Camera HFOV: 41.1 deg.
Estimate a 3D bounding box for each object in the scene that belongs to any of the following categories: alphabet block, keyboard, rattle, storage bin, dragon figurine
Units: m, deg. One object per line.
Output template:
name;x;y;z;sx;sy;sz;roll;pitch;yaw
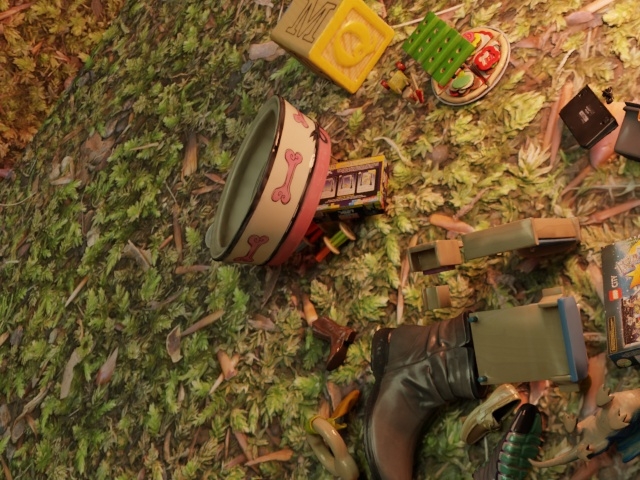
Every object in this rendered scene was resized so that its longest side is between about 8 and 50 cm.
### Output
alphabet block;0.029;-0.515;2.138;0.193;0.192;0.197;-57;41;5
keyboard;0.515;-0.241;1.607;0.108;0.023;0.180;-46;22;22
rattle;0.068;0.418;1.690;0.199;0.142;0.130;43;131;32
storage bin;0.587;-0.183;1.506;0.135;0.098;0.091;26;96;47
dragon figurine;0.466;0.295;1.346;0.289;0.144;0.085;-57;40;31

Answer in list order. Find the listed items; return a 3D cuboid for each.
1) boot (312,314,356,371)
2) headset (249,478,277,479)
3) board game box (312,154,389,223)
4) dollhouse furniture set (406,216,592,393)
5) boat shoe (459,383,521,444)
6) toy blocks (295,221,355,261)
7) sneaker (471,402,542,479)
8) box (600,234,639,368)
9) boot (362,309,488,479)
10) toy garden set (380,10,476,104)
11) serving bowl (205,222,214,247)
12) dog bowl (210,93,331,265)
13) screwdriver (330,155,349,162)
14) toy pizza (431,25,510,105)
boot;0.011;0.220;1.848;0.114;0.037;0.106;22;70;44
headset;-0.064;0.610;1.589;0.394;0.185;0.244;26;86;31
board game box;0.066;-0.116;1.931;0.170;0.048;0.141;-7;50;21
dollhouse furniture set;0.347;0.130;1.538;0.286;0.198;0.304;-15;81;39
boat shoe;0.302;0.314;1.514;0.135;0.050;0.045;-52;38;8
toy blocks;0.000;0.000;1.970;0.148;0.054;0.123;-41;45;18
sneaker;0.303;0.379;1.457;0.098;0.083;0.224;7;73;50
box;0.543;0.084;1.381;0.159;0.044;0.233;-22;38;34
boot;0.201;0.297;1.578;0.222;0.118;0.339;-13;63;32
toy garden set;0.243;-0.391;1.934;0.204;0.049;0.244;-51;31;16
serving bowl;-0.264;-0.013;2.243;0.083;0.027;0.083;-21;55;33
dog bowl;-0.113;-0.122;1.978;0.408;0.150;0.408;-58;20;34
screwdriver;0.039;-0.201;2.078;0.025;0.024;0.170;-29;35;-11
toy pizza;0.328;-0.395;1.903;0.201;0.032;0.201;-22;54;33
